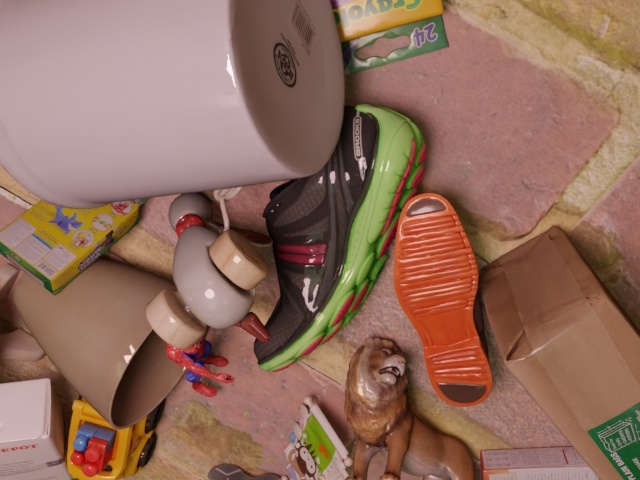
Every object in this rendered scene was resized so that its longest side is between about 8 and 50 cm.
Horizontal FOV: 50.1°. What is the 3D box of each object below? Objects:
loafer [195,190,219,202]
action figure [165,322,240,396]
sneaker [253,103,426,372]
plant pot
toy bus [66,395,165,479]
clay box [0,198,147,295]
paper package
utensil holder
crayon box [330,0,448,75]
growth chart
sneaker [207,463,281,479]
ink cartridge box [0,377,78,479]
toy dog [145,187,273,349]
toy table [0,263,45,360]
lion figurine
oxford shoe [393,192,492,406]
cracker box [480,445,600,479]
[{"bbox_3d":[-0.167,-0.095,1.146,0.148,0.056,0.050,-31,103,26],"label":"loafer"},{"bbox_3d":[-0.170,0.193,1.132,0.138,0.280,0.092,11,65,10],"label":"action figure"},{"bbox_3d":[0.000,0.000,1.115,0.202,0.185,0.483,31,109,19],"label":"sneaker"},{"bbox_3d":[-0.375,0.137,1.166,0.273,0.256,0.257,29,110,14],"label":"plant pot"},{"bbox_3d":[-0.391,0.367,1.244,0.149,0.211,0.221,15,111,0],"label":"toy bus"},{"bbox_3d":[-0.402,-0.028,1.128,0.127,0.222,0.053,35,144,11],"label":"clay box"},{"bbox_3d":[0.406,0.182,1.027,0.168,0.309,0.325,-37,101,17],"label":"paper package"},{"bbox_3d":[-0.201,-0.215,0.913,0.385,0.327,0.328,-2,109,27],"label":"utensil holder"},{"bbox_3d":[0.057,-0.413,0.995,0.203,0.083,0.323,-13,106,11],"label":"crayon box"},{"bbox_3d":[-0.013,0.415,1.256,0.172,0.021,0.237,43,129,38],"label":"growth chart"},{"bbox_3d":[-0.148,0.482,1.333,0.152,0.054,0.061,12,126,8],"label":"sneaker"},{"bbox_3d":[-0.557,0.365,1.221,0.198,0.115,0.273,-5,143,-12],"label":"ink cartridge box"},{"bbox_3d":[-0.143,0.040,1.004,0.220,0.334,0.161,-30,121,24],"label":"toy dog"},{"bbox_3d":[-0.639,0.168,1.236,0.252,0.161,0.274,44,109,-8],"label":"toy table"},{"bbox_3d":[0.170,0.364,1.202,0.142,0.240,0.392,-22,122,35],"label":"lion figurine"},{"bbox_3d":[0.198,0.085,1.114,0.129,0.133,0.364,-7,111,15],"label":"oxford shoe"},{"bbox_3d":[0.414,0.459,1.246,0.232,0.067,0.156,-5,108,10],"label":"cracker box"}]
